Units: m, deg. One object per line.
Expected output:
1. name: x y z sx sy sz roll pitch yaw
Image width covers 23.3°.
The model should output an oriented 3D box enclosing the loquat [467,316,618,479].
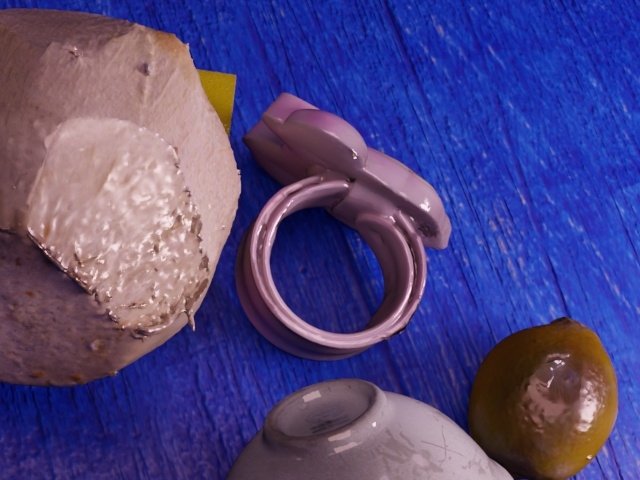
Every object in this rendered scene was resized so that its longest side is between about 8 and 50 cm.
1. loquat: 0.236 0.164 1.627 0.152 0.152 0.195 30 72 3

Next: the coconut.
1. coconut: -0.254 -0.059 1.518 0.346 0.346 0.360 13 45 -6

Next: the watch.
1. watch: 0.000 0.000 1.636 0.248 0.211 0.217 31 72 -6

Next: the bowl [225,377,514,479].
1. bowl: 0.019 0.218 1.454 0.313 0.313 0.146 -24 110 -20

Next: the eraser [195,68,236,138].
1. eraser: -0.159 -0.144 1.739 0.122 0.045 0.097 7 64 -7
